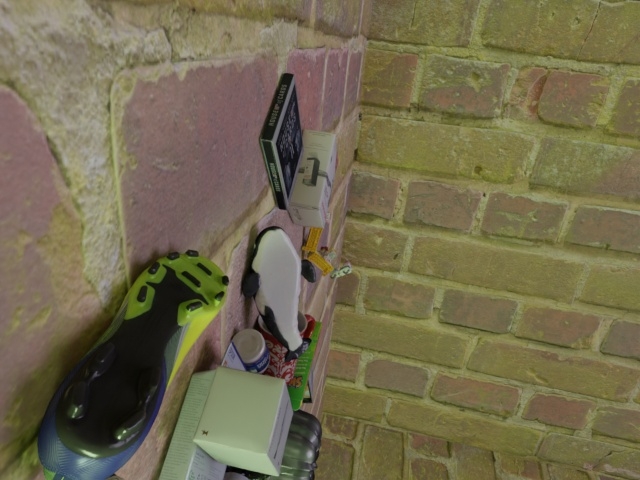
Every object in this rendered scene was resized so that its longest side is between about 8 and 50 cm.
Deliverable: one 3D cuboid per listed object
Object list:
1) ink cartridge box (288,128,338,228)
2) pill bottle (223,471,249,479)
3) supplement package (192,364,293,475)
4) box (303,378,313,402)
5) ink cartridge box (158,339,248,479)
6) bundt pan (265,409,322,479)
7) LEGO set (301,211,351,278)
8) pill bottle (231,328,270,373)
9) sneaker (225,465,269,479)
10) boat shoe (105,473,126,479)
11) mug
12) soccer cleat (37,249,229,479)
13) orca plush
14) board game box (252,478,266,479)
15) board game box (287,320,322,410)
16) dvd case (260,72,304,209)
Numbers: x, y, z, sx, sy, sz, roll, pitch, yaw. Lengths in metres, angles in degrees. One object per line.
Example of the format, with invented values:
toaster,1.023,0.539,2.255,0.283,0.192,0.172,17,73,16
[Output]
ink cartridge box,-0.017,-0.160,1.174,0.158,0.092,0.218,73,30,-72
pill bottle,-0.180,0.510,0.766,0.184,0.103,0.103,-65,162,-64
supplement package,-0.107,0.278,0.664,0.179,0.105,0.105,88,14,-55
box,-0.070,0.376,1.340,0.290,0.087,0.169,88,2,-57
ink cartridge box,-0.181,0.304,0.729,0.223,0.045,0.224,88,13,-56
bundt pan,-0.074,0.686,1.347,0.331,0.124,0.331,9,90,-83
LEGO set,0.000,0.000,1.455,0.107,0.132,0.287,-99,168,-59
pill bottle,-0.136,0.227,0.876,0.120,0.067,0.067,86,15,-58
sneaker,-0.128,0.390,0.906,0.124,0.107,0.283,-92,-160,-49
boat shoe,-0.224,0.249,0.375,0.137,0.043,0.049,-41,142,-75
mug,-0.081,0.256,1.047,0.113,0.150,0.169,-115,-149,-57
soccer cleat,-0.181,0.109,0.454,0.121,0.093,0.289,-51,-169,27
orca plush,-0.085,0.101,0.923,0.102,0.151,0.287,27,-36,62
board game box,-0.154,0.604,1.280,0.165,0.042,0.243,-19,118,-81
board game box,-0.083,0.312,1.141,0.259,0.124,0.039,-72,169,-47
dvd case,-0.075,-0.203,0.941,0.239,0.029,0.179,85,16,-62
